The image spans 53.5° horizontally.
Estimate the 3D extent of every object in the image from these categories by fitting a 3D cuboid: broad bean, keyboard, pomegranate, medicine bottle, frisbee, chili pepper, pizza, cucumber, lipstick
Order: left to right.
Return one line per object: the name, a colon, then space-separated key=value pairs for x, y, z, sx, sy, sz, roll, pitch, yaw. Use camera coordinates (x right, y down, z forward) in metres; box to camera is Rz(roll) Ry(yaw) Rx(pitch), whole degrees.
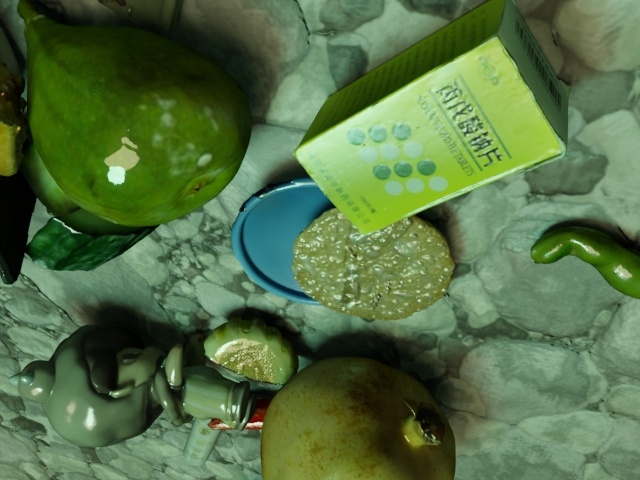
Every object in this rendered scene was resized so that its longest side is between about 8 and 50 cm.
pizza: x=-0.359 y=-0.138 z=0.729 sx=0.041 sy=0.131 sz=0.178 roll=0 pitch=162 yaw=-23
keyboard: x=-0.402 y=-0.057 z=0.831 sx=0.016 sy=0.262 sz=0.106 roll=-11 pitch=130 yaw=-7
cucumber: x=-0.300 y=-0.063 z=0.845 sx=0.130 sy=0.191 sz=0.191 roll=-29 pitch=115 yaw=34
lipstick: x=-0.221 y=0.362 z=1.247 sx=0.059 sy=0.059 sz=0.264 roll=23 pitch=132 yaw=-1
chili pepper: x=-0.068 y=0.317 z=1.141 sx=0.272 sy=0.071 sz=0.063 roll=1 pitch=126 yaw=5
frisbee: x=0.000 y=0.000 z=0.868 sx=0.242 sy=0.045 sz=0.242 roll=4 pitch=135 yaw=4
pomegranate: x=0.060 y=0.321 z=0.966 sx=0.319 sy=0.319 sz=0.319 roll=10 pitch=131 yaw=11
medicine bottle: x=0.117 y=-0.123 z=0.667 sx=0.250 sy=0.141 sz=0.137 roll=-24 pitch=114 yaw=33
broad bean: x=0.365 y=0.033 z=0.773 sx=0.214 sy=0.048 sz=0.070 roll=18 pitch=129 yaw=3

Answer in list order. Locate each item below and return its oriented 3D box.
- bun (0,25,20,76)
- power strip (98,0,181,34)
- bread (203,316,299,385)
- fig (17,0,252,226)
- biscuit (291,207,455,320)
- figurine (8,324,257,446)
bun: x=-0.467 y=-0.212 z=0.778 sx=0.263 sy=0.175 sz=0.263 roll=48 pitch=155 yaw=30
power strip: x=-0.167 y=-0.340 z=0.647 sx=0.092 sy=0.034 sz=0.268 roll=26 pitch=133 yaw=-3
bread: x=-0.108 y=0.168 z=1.027 sx=0.157 sy=0.083 sz=0.094 roll=10 pitch=126 yaw=-3
fig: x=-0.217 y=-0.156 z=0.746 sx=0.233 sy=0.314 sz=0.233 roll=-20 pitch=140 yaw=-18
biscuit: x=0.068 y=0.034 z=0.842 sx=0.220 sy=0.033 sz=0.220 roll=4 pitch=133 yaw=4
figurine: x=-0.300 y=0.254 z=1.079 sx=0.381 sy=0.248 sz=0.203 roll=5 pitch=90 yaw=10
